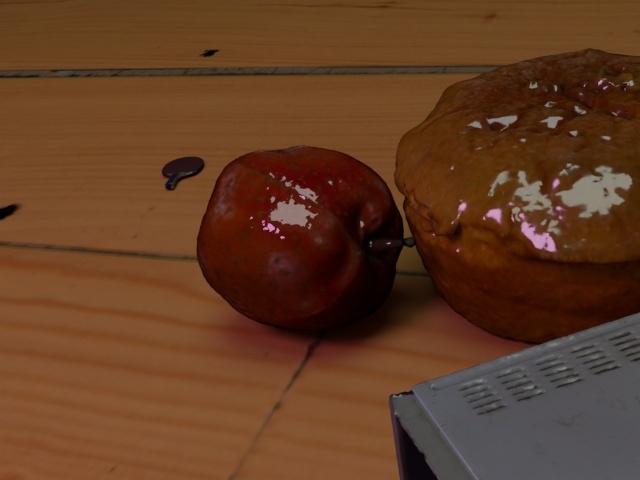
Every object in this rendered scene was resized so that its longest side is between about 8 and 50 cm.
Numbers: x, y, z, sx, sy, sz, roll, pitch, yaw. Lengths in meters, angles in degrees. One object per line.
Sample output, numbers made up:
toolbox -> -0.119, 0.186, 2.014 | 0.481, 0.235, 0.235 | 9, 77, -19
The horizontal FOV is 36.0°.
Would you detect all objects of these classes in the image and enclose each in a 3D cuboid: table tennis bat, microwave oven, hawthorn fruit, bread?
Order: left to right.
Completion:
table tennis bat -> -0.166, -0.081, 1.161 | 0.050, 0.007, 0.083 | -2, 27, 13
hawthorn fruit -> 0.000, 0.000, 0.804 | 0.194, 0.157, 0.157 | 6, 31, 40
bread -> 0.220, -0.044, 0.813 | 0.312, 0.172, 0.312 | -9, 33, 6
microwave oven -> 0.123, 0.153, 0.438 | 0.163, 0.205, 0.129 | -16, 29, -15
